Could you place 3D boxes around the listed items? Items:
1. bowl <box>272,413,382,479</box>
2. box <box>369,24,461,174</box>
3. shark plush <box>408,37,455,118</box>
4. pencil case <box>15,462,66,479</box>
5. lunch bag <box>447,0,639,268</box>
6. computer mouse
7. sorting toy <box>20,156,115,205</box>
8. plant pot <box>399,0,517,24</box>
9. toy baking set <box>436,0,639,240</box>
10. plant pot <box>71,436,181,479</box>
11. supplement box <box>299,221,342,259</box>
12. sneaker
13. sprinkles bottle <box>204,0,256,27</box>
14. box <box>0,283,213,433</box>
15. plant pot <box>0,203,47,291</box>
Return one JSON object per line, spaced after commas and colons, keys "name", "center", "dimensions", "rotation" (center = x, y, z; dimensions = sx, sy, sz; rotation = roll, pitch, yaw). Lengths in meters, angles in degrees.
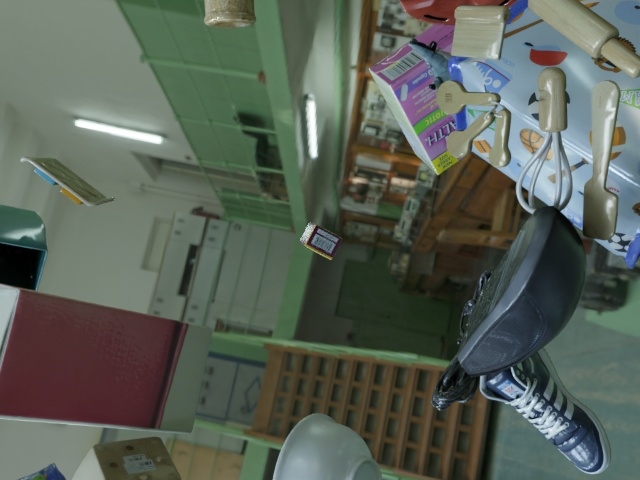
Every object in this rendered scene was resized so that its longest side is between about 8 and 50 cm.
{"name": "bowl", "center": [0.037, 0.510, 1.389], "dimensions": [0.298, 0.134, 0.297], "rotation": [10, -101, -56]}
{"name": "box", "center": [0.258, -0.301, 1.397], "dimensions": [0.243, 0.214, 0.117], "rotation": [54, -177, -35]}
{"name": "shark plush", "center": [0.194, -0.257, 1.060], "dimensions": [0.067, 0.073, 0.161], "rotation": [-60, -38, -7]}
{"name": "pencil case", "center": [-0.661, 0.577, 1.379], "dimensions": [0.119, 0.306, 0.133], "rotation": [39, 142, 45]}
{"name": "lunch bag", "center": [0.418, -0.213, 0.905], "dimensions": [0.385, 0.328, 0.239], "rotation": [-44, -24, -10]}
{"name": "computer mouse", "center": [0.201, 0.067, 0.685], "dimensions": [0.188, 0.072, 0.272], "rotation": [-60, -8, -29]}
{"name": "sorting toy", "center": [-0.627, -0.143, 1.697], "dimensions": [0.038, 0.208, 0.193], "rotation": [-56, 8, 3]}
{"name": "plant pot", "center": [0.211, -0.503, 1.057], "dimensions": [0.272, 0.273, 0.265], "rotation": [87, -179, -77]}
{"name": "toy baking set", "center": [0.210, -0.128, 0.648], "dimensions": [0.030, 0.256, 0.196], "rotation": [-18, -38, -37]}
{"name": "plant pot", "center": [-0.197, 0.266, 0.700], "dimensions": [0.109, 0.109, 0.096], "rotation": [37, 118, 51]}
{"name": "supplement box", "center": [0.000, 0.000, 1.180], "dimensions": [0.043, 0.055, 0.083], "rotation": [-63, 11, 0]}
{"name": "sneaker", "center": [0.396, 0.302, 1.239], "dimensions": [0.099, 0.153, 0.282], "rotation": [-51, 53, 33]}
{"name": "sprinkles bottle", "center": [-0.210, -0.665, 1.523], "dimensions": [0.121, 0.121, 0.355], "rotation": [-61, -31, -79]}
{"name": "box", "center": [-0.264, 0.132, 0.761], "dimensions": [0.232, 0.149, 0.126], "rotation": [19, -103, -41]}
{"name": "plant pot", "center": [-0.776, 0.016, 1.692], "dimensions": [0.165, 0.166, 0.234], "rotation": [-65, 28, 24]}
